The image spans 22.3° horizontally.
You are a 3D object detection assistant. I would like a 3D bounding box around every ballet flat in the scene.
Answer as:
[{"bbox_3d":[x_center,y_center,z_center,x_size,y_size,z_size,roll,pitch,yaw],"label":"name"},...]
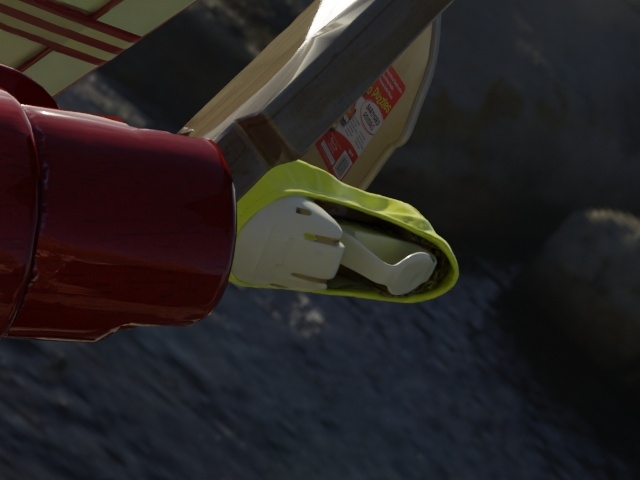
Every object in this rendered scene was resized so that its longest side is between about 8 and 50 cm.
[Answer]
[{"bbox_3d":[0.000,0.000,0.940,0.231,0.077,0.077,10,21,-48],"label":"ballet flat"}]

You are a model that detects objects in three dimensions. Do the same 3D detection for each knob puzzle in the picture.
[{"bbox_3d":[0.051,-0.128,1.400,0.030,0.213,0.213,25,22,-27],"label":"knob puzzle"}]

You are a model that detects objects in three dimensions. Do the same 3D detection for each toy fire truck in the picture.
[{"bbox_3d":[-0.089,-0.040,0.387,0.246,0.158,0.217,6,11,-32],"label":"toy fire truck"}]

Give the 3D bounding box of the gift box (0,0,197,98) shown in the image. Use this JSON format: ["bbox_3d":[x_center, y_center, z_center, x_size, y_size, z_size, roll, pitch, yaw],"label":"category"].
[{"bbox_3d":[-0.208,-0.282,1.176,0.258,0.255,0.276,18,66,-37],"label":"gift box"}]
